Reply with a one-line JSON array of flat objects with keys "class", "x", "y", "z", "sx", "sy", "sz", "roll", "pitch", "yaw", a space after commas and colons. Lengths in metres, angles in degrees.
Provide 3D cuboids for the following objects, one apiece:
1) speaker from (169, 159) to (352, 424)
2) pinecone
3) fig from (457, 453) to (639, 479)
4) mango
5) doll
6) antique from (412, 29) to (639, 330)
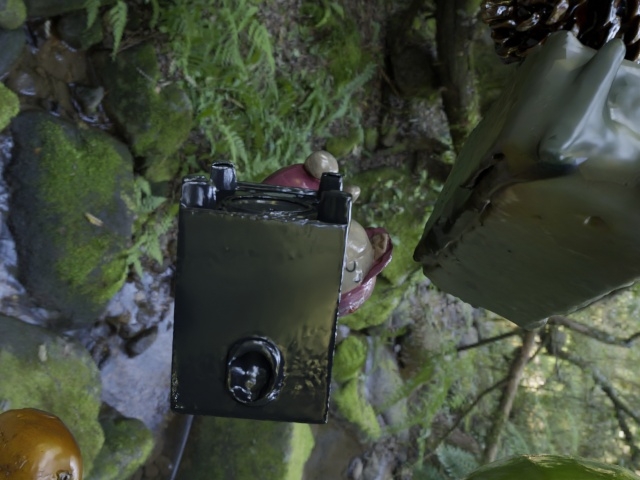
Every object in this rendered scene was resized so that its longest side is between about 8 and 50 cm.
[{"class": "speaker", "x": -0.069, "y": 0.046, "z": 0.707, "sx": 0.232, "sy": 0.184, "sz": 0.254, "roll": -93, "pitch": -172, "yaw": -77}, {"class": "pinecone", "x": 0.345, "y": -0.306, "z": 0.830, "sx": 0.272, "sy": 0.224, "sz": 0.224, "roll": 7, "pitch": 84, "yaw": -26}, {"class": "fig", "x": 0.185, "y": 0.289, "z": 0.433, "sx": 0.316, "sy": 0.316, "sz": 0.316, "roll": -3, "pitch": 94, "yaw": -59}, {"class": "mango", "x": -0.220, "y": 0.166, "z": 0.447, "sx": 0.063, "sy": 0.127, "sz": 0.077, "roll": -2, "pitch": 105, "yaw": -46}, {"class": "doll", "x": -0.001, "y": 0.001, "z": 0.940, "sx": 0.256, "sy": 0.196, "sz": 0.152, "roll": 61, "pitch": 24, "yaw": -11}, {"class": "antique", "x": 0.158, "y": -0.033, "z": 0.413, "sx": 0.150, "sy": 0.125, "sz": 0.284, "roll": -63, "pitch": 174, "yaw": -9}]
